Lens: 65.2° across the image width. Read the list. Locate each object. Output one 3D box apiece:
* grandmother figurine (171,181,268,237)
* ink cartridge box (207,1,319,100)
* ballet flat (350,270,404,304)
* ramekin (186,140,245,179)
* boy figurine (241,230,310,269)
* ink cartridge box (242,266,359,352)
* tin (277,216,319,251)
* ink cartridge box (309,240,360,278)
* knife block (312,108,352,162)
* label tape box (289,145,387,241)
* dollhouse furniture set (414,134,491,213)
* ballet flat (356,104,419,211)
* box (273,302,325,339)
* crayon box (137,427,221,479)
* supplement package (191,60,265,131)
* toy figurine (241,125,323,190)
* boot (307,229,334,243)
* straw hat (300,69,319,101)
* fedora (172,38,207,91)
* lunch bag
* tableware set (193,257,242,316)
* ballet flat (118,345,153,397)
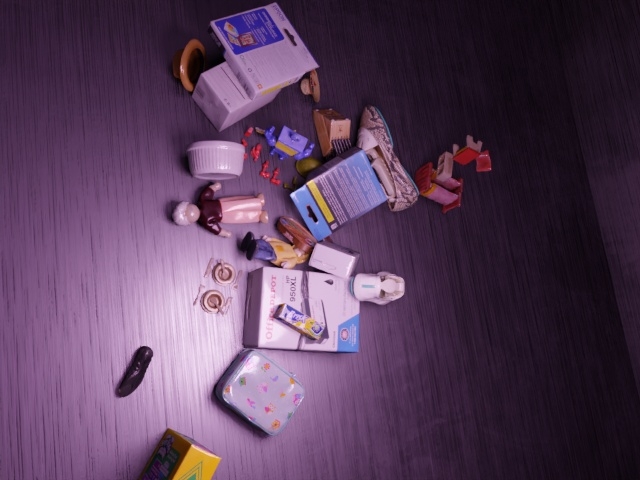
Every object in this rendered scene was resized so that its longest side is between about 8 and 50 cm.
[{"bbox_3d":[-0.369,-0.112,1.819,0.343,0.104,0.207,-9,74,-31],"label":"grandmother figurine"},{"bbox_3d":[-0.208,-0.707,1.855,0.307,0.072,0.303,-32,89,-32],"label":"ink cartridge box"},{"bbox_3d":[0.253,0.183,1.937,0.400,0.139,0.139,10,71,-61],"label":"ballet flat"},{"bbox_3d":[-0.376,-0.283,1.798,0.207,0.207,0.108,0,88,-27],"label":"ramekin"},{"bbox_3d":[-0.148,0.046,1.866,0.286,0.092,0.177,11,31,-37],"label":"boy figurine"},{"bbox_3d":[-0.065,0.263,1.844,0.396,0.166,0.285,8,75,-25],"label":"ink cartridge box"},{"bbox_3d":[-0.087,-0.023,1.917,0.190,0.040,0.106,43,30,24],"label":"tin"},{"bbox_3d":[0.059,0.070,1.893,0.155,0.212,0.093,20,98,9],"label":"ink cartridge box"},{"bbox_3d":[0.049,-0.403,2.092,0.088,0.275,0.241,-8,121,-23],"label":"knife block"},{"bbox_3d":[0.062,-0.184,1.973,0.334,0.106,0.240,-31,116,-5],"label":"label tape box"},{"bbox_3d":[0.591,-0.277,2.186,0.202,0.374,0.152,22,65,-19],"label":"dollhouse furniture set"},{"bbox_3d":[0.256,-0.345,2.161,0.182,0.164,0.482,-28,95,-20],"label":"ballet flat"},{"bbox_3d":[-0.073,0.278,1.707,0.169,0.059,0.054,33,66,-17],"label":"box"},{"bbox_3d":[-0.446,0.725,1.432,0.106,0.363,0.312,36,65,-16],"label":"crayon box"},{"bbox_3d":[-0.309,-0.581,1.909,0.293,0.178,0.175,-39,95,-29],"label":"supplement package"},{"bbox_3d":[-0.114,-0.331,1.928,0.363,0.217,0.191,29,67,-18],"label":"toy figurine"},{"bbox_3d":[0.000,0.000,2.015,0.107,0.037,0.114,-25,95,-27],"label":"boot"},{"bbox_3d":[-0.050,-0.656,2.121,0.061,0.144,0.144,-3,76,14],"label":"straw hat"},{"bbox_3d":[-0.496,-0.656,1.870,0.079,0.194,0.194,11,69,15],"label":"fedora"},{"bbox_3d":[-0.201,0.521,1.738,0.279,0.108,0.224,44,63,-18],"label":"lunch bag"},{"bbox_3d":[-0.360,0.167,1.790,0.128,0.039,0.194,25,68,-20],"label":"tableware set"},{"bbox_3d":[-0.597,0.424,1.617,0.057,0.049,0.173,45,65,-42],"label":"ballet flat"}]
